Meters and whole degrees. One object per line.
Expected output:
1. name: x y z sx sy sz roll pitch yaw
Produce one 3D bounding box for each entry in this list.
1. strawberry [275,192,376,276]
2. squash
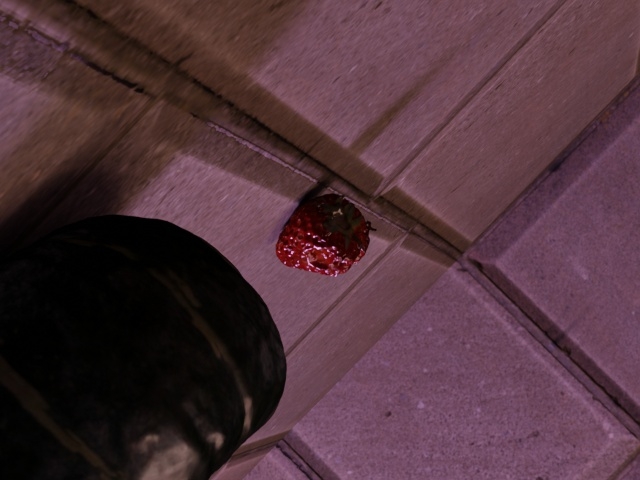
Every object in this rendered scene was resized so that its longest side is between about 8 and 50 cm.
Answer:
1. strawberry: 0.000 0.000 1.541 0.083 0.073 0.073 -35 -179 40
2. squash: -0.133 0.102 0.992 0.252 0.165 0.252 -47 170 -10
